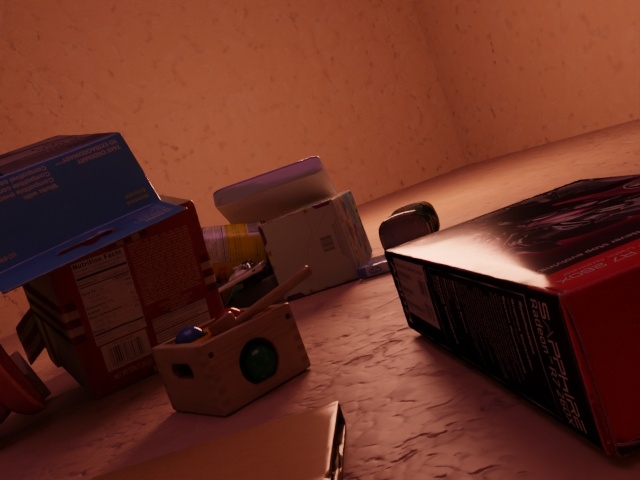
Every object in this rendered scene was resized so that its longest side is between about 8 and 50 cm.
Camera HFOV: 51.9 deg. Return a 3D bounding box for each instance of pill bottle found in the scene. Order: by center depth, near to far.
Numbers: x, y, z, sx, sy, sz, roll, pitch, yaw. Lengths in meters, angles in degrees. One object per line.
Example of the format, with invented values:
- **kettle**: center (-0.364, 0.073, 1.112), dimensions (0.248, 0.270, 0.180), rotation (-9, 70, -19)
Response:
- **pill bottle**: center (-0.190, 0.030, 1.259), dimensions (0.215, 0.117, 0.117), rotation (-7, 3, -9)

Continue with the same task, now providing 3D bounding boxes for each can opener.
- **can opener**: center (-0.202, 0.122, 1.188), dimensions (0.283, 0.095, 0.076), rotation (-31, 6, 17)

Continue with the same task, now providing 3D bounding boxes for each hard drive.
- **hard drive**: center (-0.060, -0.045, 1.468), dimensions (0.233, 0.047, 0.353), rotation (-18, -28, 9)

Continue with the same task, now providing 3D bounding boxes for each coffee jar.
- **coffee jar**: center (0.170, -0.025, 1.232), dimensions (0.096, 0.079, 0.184), rotation (-18, 4, 16)

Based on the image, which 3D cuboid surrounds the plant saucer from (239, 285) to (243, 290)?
- **plant saucer**: center (-0.182, 0.113, 1.463), dimensions (0.083, 0.015, 0.083), rotation (-19, 5, 2)

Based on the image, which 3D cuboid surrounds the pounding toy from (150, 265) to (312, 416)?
- **pounding toy**: center (-0.081, 0.101, 0.667), dimensions (0.130, 0.100, 0.141), rotation (-24, 6, -39)

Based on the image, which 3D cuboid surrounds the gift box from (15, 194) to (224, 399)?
- **gift box**: center (-0.317, 0.083, 0.996), dimensions (0.255, 0.276, 0.258), rotation (-18, 19, -33)

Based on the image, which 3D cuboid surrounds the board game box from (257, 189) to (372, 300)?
- **board game box**: center (0.000, 0.000, 1.246), dimensions (0.142, 0.144, 0.275), rotation (-19, 4, 11)

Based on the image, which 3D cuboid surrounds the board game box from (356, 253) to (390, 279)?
- **board game box**: center (0.115, 0.036, 1.113), dimensions (0.090, 0.020, 0.090), rotation (-16, 5, 20)

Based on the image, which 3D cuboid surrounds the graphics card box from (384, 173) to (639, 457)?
- **graphics card box**: center (0.206, 0.020, 0.498), dimensions (0.233, 0.094, 0.371), rotation (-20, 4, -6)

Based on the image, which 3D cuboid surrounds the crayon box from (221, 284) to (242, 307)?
- **crayon box**: center (-0.298, 0.108, 1.419), dimensions (0.318, 0.081, 0.202), rotation (-19, 14, 5)

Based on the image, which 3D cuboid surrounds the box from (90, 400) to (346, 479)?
- **box**: center (-0.083, 0.166, 0.413), dimensions (0.201, 0.021, 0.164), rotation (-19, 5, 6)

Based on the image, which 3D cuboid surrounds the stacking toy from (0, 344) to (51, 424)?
- **stacking toy**: center (-0.511, 0.147, 0.882), dimensions (0.130, 0.309, 0.279), rotation (-38, -7, -20)

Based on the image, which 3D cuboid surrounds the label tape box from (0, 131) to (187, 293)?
- **label tape box**: center (-0.368, -0.056, 0.855), dimensions (0.240, 0.106, 0.333), rotation (-31, 25, -35)
